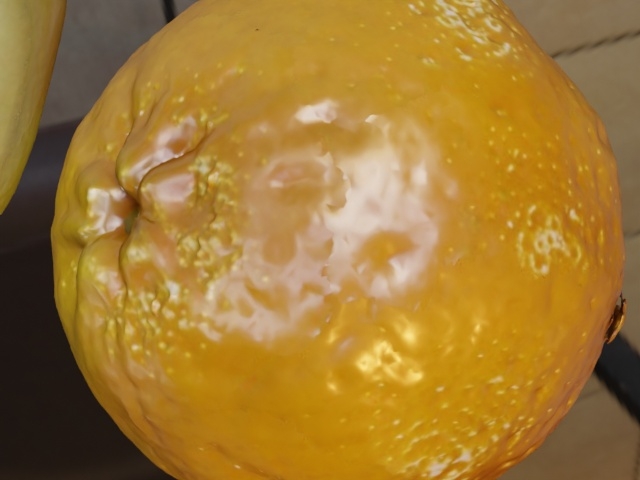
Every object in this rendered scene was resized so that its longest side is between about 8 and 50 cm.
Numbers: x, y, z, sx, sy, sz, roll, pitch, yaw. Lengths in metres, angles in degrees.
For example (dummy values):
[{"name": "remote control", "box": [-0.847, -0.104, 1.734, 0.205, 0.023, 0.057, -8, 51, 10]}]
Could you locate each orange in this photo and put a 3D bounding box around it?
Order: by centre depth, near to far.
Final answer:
[{"name": "orange", "box": [0.000, 0.000, 0.946, 0.293, 0.340, 0.340, 11, 135, -45]}]

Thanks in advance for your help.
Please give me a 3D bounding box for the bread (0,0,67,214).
[{"name": "bread", "box": [-0.180, -0.063, 0.490, 0.213, 0.104, 0.213, 0, 114, -1]}]
